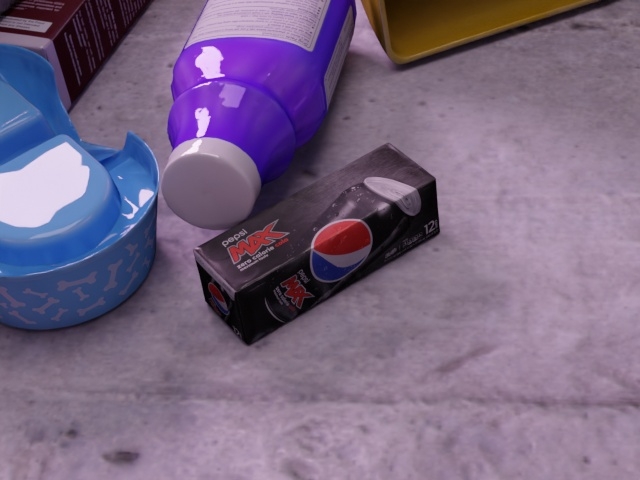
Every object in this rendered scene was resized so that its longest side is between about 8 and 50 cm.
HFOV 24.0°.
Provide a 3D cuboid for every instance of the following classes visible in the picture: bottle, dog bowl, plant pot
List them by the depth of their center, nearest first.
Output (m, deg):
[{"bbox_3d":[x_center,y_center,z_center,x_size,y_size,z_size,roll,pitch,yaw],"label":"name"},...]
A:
[{"bbox_3d":[-0.230,-0.040,1.106,0.166,0.074,0.297,-32,47,-23],"label":"dog bowl"},{"bbox_3d":[-0.050,-0.118,1.127,0.118,0.092,0.283,2,38,12],"label":"bottle"},{"bbox_3d":[0.106,-0.300,1.246,0.212,0.212,0.187,-19,31,-10],"label":"plant pot"}]

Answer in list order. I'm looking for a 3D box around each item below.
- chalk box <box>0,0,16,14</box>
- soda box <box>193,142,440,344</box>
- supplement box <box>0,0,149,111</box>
[{"bbox_3d":[-0.302,-0.260,1.204,0.132,0.132,0.213,16,48,27],"label":"chalk box"},{"bbox_3d":[0.000,0.000,1.037,0.169,0.053,0.060,-30,47,-21],"label":"soda box"},{"bbox_3d":[-0.227,-0.214,1.291,0.130,0.073,0.239,10,47,20],"label":"supplement box"}]
